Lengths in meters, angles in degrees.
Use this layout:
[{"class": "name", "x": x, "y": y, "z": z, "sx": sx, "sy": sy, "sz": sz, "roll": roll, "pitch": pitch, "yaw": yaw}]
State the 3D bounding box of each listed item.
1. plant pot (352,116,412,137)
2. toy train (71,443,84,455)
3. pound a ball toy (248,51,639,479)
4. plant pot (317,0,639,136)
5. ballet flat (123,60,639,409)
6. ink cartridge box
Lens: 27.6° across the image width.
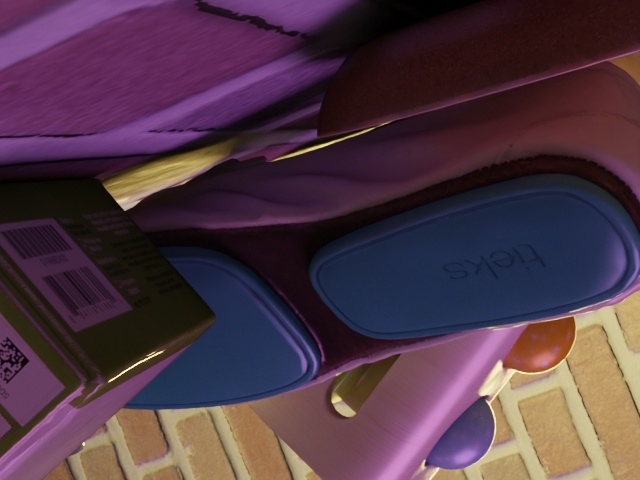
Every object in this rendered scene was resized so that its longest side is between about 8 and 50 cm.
[{"class": "plant pot", "x": 0.096, "y": -0.019, "z": 1.054, "sx": 0.230, "sy": 0.215, "sz": 0.215, "roll": -38, "pitch": -172, "yaw": -27}, {"class": "toy train", "x": -0.278, "y": 0.100, "z": 0.860, "sx": 0.334, "sy": 0.142, "sz": 0.190, "roll": -20, "pitch": 167, "yaw": -7}, {"class": "pound a ball toy", "x": 0.125, "y": 0.007, "z": 0.811, "sx": 0.319, "sy": 0.136, "sz": 0.208, "roll": -54, "pitch": 160, "yaw": 16}, {"class": "plant pot", "x": 0.107, "y": -0.089, "z": 0.506, "sx": 0.236, "sy": 0.032, "sz": 0.236, "roll": -18, "pitch": -174, "yaw": 2}, {"class": "ballet flat", "x": 0.000, "y": 0.000, "z": 0.694, "sx": 0.400, "sy": 0.139, "sz": 0.139, "roll": -15, "pitch": -177, "yaw": 33}, {"class": "ink cartridge box", "x": -0.186, "y": 0.093, "z": 0.574, "sx": 0.255, "sy": 0.097, "sz": 0.189, "roll": -42, "pitch": 177, "yaw": 9}]
